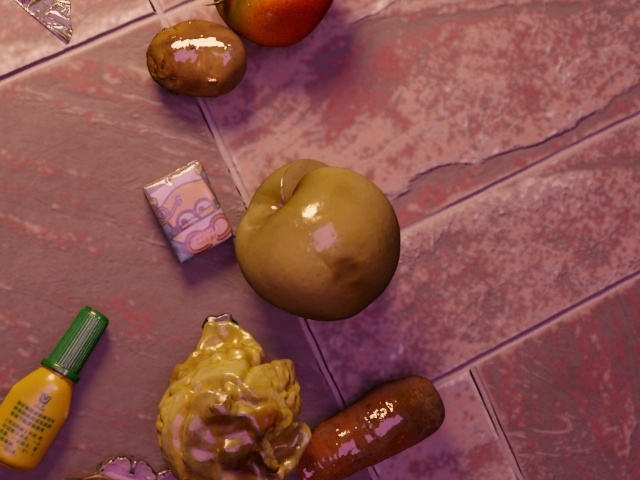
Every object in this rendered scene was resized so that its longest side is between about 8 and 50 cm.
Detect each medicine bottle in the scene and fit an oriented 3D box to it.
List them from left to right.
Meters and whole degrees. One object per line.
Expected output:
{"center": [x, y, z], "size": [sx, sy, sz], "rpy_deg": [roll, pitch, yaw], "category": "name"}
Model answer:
{"center": [-0.471, 0.256, 1.767], "size": [0.111, 0.076, 0.309], "rpy_deg": [34, 85, -19], "category": "medicine bottle"}

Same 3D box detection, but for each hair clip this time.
{"center": [-0.316, 0.447, 1.818], "size": [0.292, 0.084, 0.106], "rpy_deg": [12, 85, -19], "category": "hair clip"}

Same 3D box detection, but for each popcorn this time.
{"center": [-0.148, 0.312, 1.767], "size": [0.293, 0.237, 0.293], "rpy_deg": [-1, 95, -10], "category": "popcorn"}

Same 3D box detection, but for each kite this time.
{"center": [-0.444, -0.460, 1.772], "size": [0.250, 0.012, 0.229], "rpy_deg": [0, 94, -15], "category": "kite"}

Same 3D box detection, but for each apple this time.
{"center": [0.000, 0.000, 1.761], "size": [0.292, 0.292, 0.254], "rpy_deg": [-45, 117, -8], "category": "apple"}

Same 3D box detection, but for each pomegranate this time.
{"center": [-0.096, -0.448, 1.742], "size": [0.256, 0.221, 0.221], "rpy_deg": [-6, 95, -39], "category": "pomegranate"}

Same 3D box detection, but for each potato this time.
{"center": [-0.214, -0.317, 1.769], "size": [0.175, 0.137, 0.137], "rpy_deg": [9, 91, 0], "category": "potato"}

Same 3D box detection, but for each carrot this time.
{"center": [0.088, 0.358, 1.881], "size": [0.302, 0.138, 0.139], "rpy_deg": [-33, 100, -10], "category": "carrot"}

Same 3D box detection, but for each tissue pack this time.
{"center": [-0.235, -0.052, 1.814], "size": [0.115, 0.065, 0.155], "rpy_deg": [-27, 98, -10], "category": "tissue pack"}
